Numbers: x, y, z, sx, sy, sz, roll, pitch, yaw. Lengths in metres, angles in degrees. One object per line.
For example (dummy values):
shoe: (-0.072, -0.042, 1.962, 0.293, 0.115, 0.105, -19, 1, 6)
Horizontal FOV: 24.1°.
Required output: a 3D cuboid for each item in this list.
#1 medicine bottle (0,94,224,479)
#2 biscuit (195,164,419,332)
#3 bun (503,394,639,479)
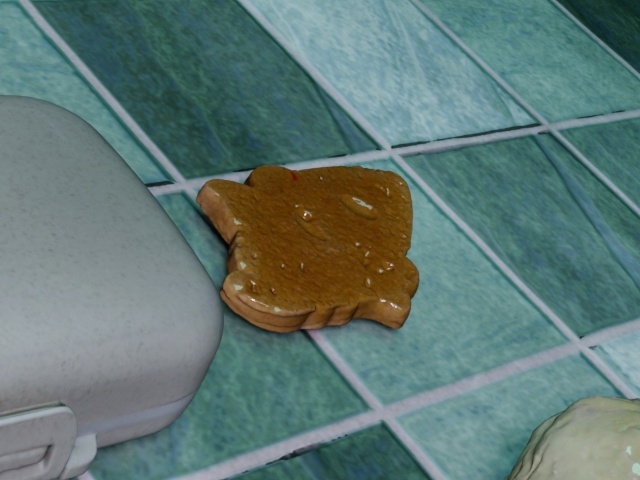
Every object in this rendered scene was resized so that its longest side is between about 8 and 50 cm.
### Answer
medicine bottle: (-0.249, 0.026, 0.859, 0.375, 0.123, 0.282, -8, 50, -45)
biscuit: (0.000, 0.000, 1.161, 0.183, 0.043, 0.280, 38, 29, 7)
bun: (0.226, 0.183, 0.954, 0.244, 0.153, 0.244, 13, 25, -7)
